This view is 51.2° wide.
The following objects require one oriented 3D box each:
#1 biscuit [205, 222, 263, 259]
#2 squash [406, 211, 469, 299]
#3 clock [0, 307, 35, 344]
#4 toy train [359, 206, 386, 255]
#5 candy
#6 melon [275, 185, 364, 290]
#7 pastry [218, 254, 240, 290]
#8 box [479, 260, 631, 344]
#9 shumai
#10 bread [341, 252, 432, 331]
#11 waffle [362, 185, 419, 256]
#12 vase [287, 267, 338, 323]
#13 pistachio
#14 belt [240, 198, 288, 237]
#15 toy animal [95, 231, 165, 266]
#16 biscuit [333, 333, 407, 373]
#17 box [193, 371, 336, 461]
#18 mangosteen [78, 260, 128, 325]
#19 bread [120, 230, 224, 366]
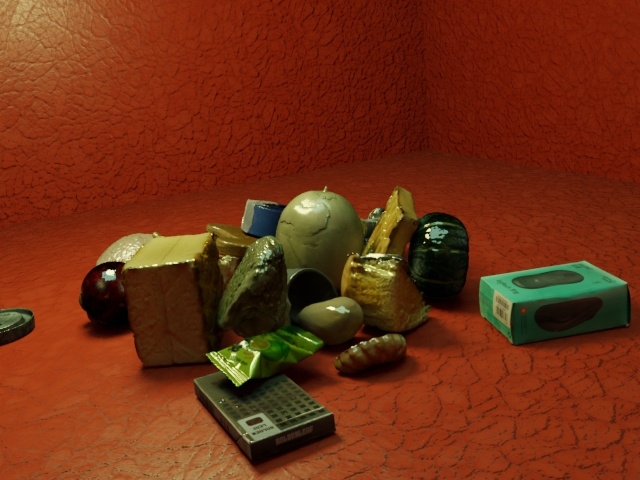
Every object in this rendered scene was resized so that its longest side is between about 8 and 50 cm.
[{"bbox_3d":[-0.230,0.024,2.362,0.368,0.076,0.394,6,11,-29],"label":"biscuit"},{"bbox_3d":[0.332,0.045,1.896,0.165,0.252,0.252,6,17,5],"label":"squash"},{"bbox_3d":[-0.952,0.257,1.962,0.215,0.041,0.215,-5,16,2],"label":"clock"},{"bbox_3d":[0.164,-0.012,2.273,0.261,0.177,0.134,-7,16,-8],"label":"toy train"},{"bbox_3d":[-0.126,0.255,1.490,0.246,0.069,0.149,-10,20,-41],"label":"candy"},{"bbox_3d":[0.000,0.000,2.012,0.269,0.330,0.268,1,18,0],"label":"melon"},{"bbox_3d":[-0.388,0.110,2.084,0.256,0.170,0.237,-6,-8,34],"label":"pastry"},{"bbox_3d":[0.584,0.151,1.684,0.312,0.118,0.205,-8,18,-7],"label":"box"},{"bbox_3d":[-0.125,0.136,1.672,0.204,0.271,0.222,24,18,-16],"label":"shumai"},{"bbox_3d":[0.152,0.144,1.732,0.204,0.262,0.162,11,59,41],"label":"bread"},{"bbox_3d":[0.197,0.007,1.991,0.078,0.304,0.348,24,18,-4],"label":"waffle"},{"bbox_3d":[-0.124,0.142,1.894,0.251,0.156,0.301,25,-13,-37],"label":"vase"},{"bbox_3d":[0.027,0.201,1.682,0.185,0.124,0.124,4,19,33],"label":"pistachio"},{"bbox_3d":[-0.123,-0.068,2.463,0.347,0.117,0.212,6,13,-38],"label":"belt"},{"bbox_3d":[-0.605,0.075,2.203,0.227,0.188,0.358,-11,13,25],"label":"toy animal"},{"bbox_3d":[0.124,0.263,1.536,0.183,0.061,0.118,-12,-24,-20],"label":"biscuit"},{"bbox_3d":[-0.127,0.340,1.389,0.180,0.047,0.325,-12,17,-27],"label":"box"},{"bbox_3d":[-0.602,0.158,1.940,0.210,0.209,0.210,-5,16,1],"label":"mangosteen"},{"bbox_3d":[-0.368,0.147,1.729,0.207,0.279,0.279,-6,19,2],"label":"bread"}]
